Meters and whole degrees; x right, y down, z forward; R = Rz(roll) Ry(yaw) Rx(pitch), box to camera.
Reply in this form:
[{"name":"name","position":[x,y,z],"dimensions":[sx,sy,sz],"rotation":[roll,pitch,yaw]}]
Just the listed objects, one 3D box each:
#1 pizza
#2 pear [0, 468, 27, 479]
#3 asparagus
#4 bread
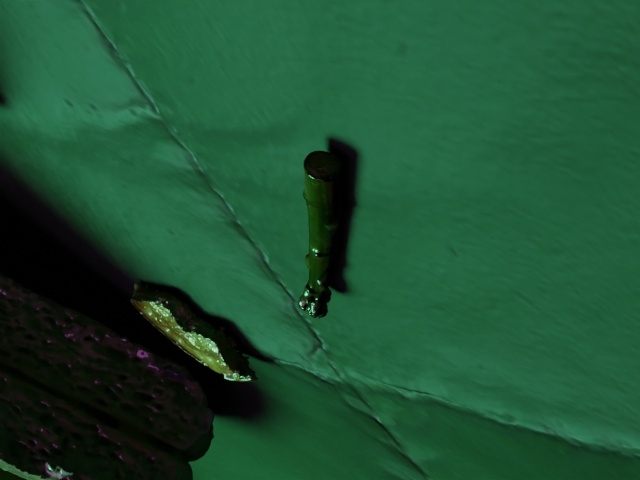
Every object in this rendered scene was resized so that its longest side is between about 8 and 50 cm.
[{"name":"pizza","position":[-0.064,0.047,0.920],"dimensions":[0.083,0.016,0.037],"rotation":[35,158,13]},{"name":"pear","position":[-0.344,0.244,1.265],"dimensions":[0.348,0.348,0.348],"rotation":[30,155,15]},{"name":"asparagus","position":[0.000,0.000,0.746],"dimensions":[0.127,0.018,0.015],"rotation":[92,156,-62]},{"name":"bread","position":[-0.221,0.050,0.994],"dimensions":[0.337,0.102,0.183],"rotation":[29,171,-15]}]
